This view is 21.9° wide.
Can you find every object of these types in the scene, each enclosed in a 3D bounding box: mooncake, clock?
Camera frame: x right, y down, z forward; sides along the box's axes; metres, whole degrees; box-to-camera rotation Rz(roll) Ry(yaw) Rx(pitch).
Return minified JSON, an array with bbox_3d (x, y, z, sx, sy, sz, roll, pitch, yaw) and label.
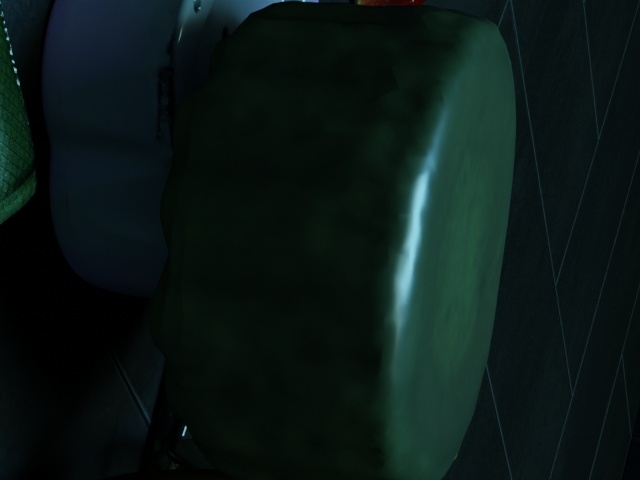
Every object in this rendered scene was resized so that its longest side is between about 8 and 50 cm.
[{"bbox_3d":[0.016,0.004,1.172,0.356,0.194,0.356,10,90,-74],"label":"mooncake"},{"bbox_3d":[-0.088,-0.108,1.274,0.338,0.102,0.338,8,90,-70],"label":"clock"}]

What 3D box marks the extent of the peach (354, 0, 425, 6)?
[{"bbox_3d":[0.091,-0.315,1.731,0.189,0.068,0.279,17,82,-67],"label":"peach"}]

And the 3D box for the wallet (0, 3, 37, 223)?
[{"bbox_3d":[-0.239,-0.104,0.944,0.160,0.055,0.236,-46,133,-53],"label":"wallet"}]

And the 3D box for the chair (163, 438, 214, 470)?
[{"bbox_3d":[-0.048,0.191,1.324,0.170,0.160,0.325,20,88,-65],"label":"chair"}]

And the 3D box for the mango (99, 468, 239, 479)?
[{"bbox_3d":[-0.132,0.223,1.158,0.268,0.133,0.111,-18,107,-26],"label":"mango"}]

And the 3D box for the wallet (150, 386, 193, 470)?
[{"bbox_3d":[-0.080,0.156,1.469,0.229,0.049,0.181,42,61,-64],"label":"wallet"}]
